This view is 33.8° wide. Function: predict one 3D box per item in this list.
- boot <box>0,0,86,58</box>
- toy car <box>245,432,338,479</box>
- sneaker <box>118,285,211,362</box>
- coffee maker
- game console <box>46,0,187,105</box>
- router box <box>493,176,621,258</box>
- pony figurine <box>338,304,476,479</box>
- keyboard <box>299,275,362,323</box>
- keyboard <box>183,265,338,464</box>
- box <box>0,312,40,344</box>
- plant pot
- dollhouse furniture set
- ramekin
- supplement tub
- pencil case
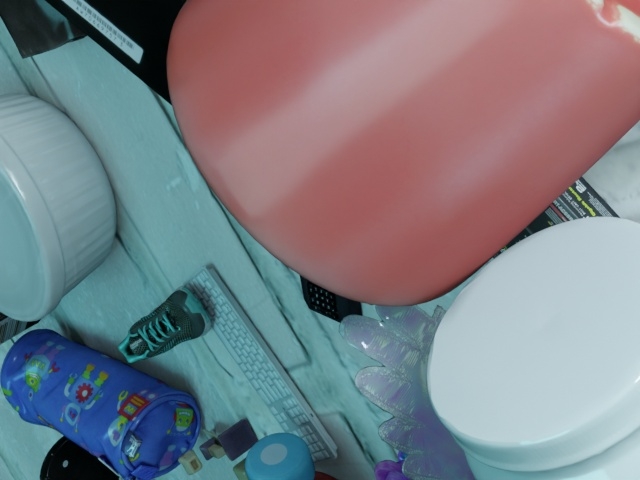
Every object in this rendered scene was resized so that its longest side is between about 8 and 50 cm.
[{"bbox_3d":[-0.355,-0.288,1.106,0.248,0.090,0.206,-1,114,43],"label":"boot"},{"bbox_3d":[0.047,0.338,1.105,0.238,0.210,0.219,-4,128,16],"label":"toy car"},{"bbox_3d":[-0.183,0.106,1.214,0.065,0.076,0.166,53,147,1],"label":"sneaker"},{"bbox_3d":[-0.336,0.394,1.555,0.171,0.120,0.178,39,139,19],"label":"coffee maker"},{"bbox_3d":[-0.138,-0.293,0.870,0.386,0.060,0.342,40,137,11],"label":"game console"},{"bbox_3d":[0.197,0.021,0.795,0.122,0.038,0.092,49,142,8],"label":"router box"},{"bbox_3d":[0.096,0.264,0.851,0.351,0.303,0.363,41,-173,-43],"label":"pony figurine"},{"bbox_3d":[0.000,0.000,0.988,0.100,0.038,0.192,16,128,39],"label":"keyboard"},{"bbox_3d":[-0.069,0.143,1.181,0.256,0.014,0.072,55,142,1],"label":"keyboard"},{"bbox_3d":[-0.497,0.040,1.428,0.203,0.168,0.167,45,141,12],"label":"box"},{"bbox_3d":[0.083,-0.126,0.649,0.243,0.275,0.275,-36,89,41],"label":"plant pot"},{"bbox_3d":[-0.117,0.284,1.289,0.114,0.091,0.081,62,157,-12],"label":"dollhouse furniture set"},{"bbox_3d":[-0.359,-0.051,1.253,0.273,0.127,0.272,27,134,31],"label":"ramekin"},{"bbox_3d":[0.211,0.134,0.677,0.191,0.191,0.272,-6,135,48],"label":"supplement tub"},{"bbox_3d":[-0.295,0.216,1.377,0.306,0.133,0.119,17,161,39],"label":"pencil case"}]
